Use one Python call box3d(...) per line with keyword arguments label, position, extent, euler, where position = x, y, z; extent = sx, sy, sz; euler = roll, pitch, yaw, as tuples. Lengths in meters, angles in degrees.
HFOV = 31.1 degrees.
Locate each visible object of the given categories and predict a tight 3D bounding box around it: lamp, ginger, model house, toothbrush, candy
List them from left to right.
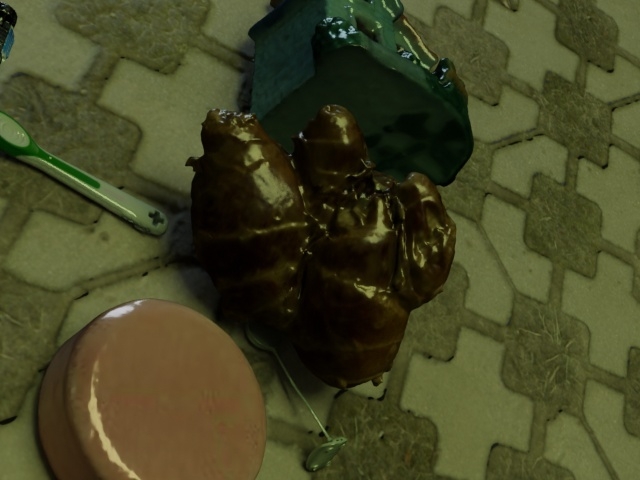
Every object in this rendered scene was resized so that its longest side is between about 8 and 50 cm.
box3d(label="toothbrush", position=(-0.338, -0.114, 1.270), extent=(0.418, 0.040, 0.042), euler=(31, 46, -26))
box3d(label="candy", position=(-0.173, 0.176, 1.205), extent=(0.255, 0.094, 0.255), euler=(22, 52, -32))
box3d(label="lamp", position=(-0.038, 0.179, 1.384), extent=(0.050, 0.056, 0.198), euler=(-12, 63, -47))
box3d(label="ginger", position=(-0.011, -0.004, 1.332), extent=(0.357, 0.274, 0.152), euler=(40, 29, -2))
box3d(label="model house", position=(0.056, -0.259, 1.592), extent=(0.295, 0.252, 0.329), euler=(23, 46, -31))

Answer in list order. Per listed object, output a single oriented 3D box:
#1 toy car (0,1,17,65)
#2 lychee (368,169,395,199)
box3d(label="toy car", position=(-0.418, -0.247, 1.254), extent=(0.170, 0.070, 0.080), euler=(30, 48, -29))
box3d(label="lychee", position=(0.063, -0.011, 1.488), extent=(0.197, 0.165, 0.165), euler=(-9, 70, -16))
